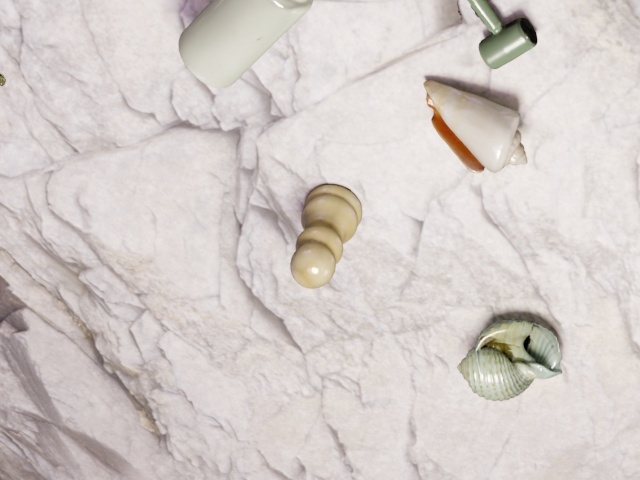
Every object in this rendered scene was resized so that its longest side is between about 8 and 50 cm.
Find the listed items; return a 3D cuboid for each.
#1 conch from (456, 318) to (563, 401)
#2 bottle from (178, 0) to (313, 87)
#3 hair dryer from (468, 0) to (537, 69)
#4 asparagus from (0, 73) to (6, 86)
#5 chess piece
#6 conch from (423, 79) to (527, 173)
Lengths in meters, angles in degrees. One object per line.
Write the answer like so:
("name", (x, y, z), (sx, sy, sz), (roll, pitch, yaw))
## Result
("conch", (0.291, 0.180, 2.245), (0.153, 0.102, 0.135), (-16, 116, -12))
("bottle", (-0.088, -0.315, 1.947), (0.104, 0.104, 0.245), (39, 129, -16))
("hair dryer", (0.221, -0.305, 1.912), (0.071, 0.047, 0.150), (-30, 105, 32))
("asparagus", (-0.521, -0.282, 2.163), (0.018, 0.015, 0.127), (-22, 119, 41))
("chess piece", (0.000, 0.000, 2.137), (0.094, 0.170, 0.094), (9, 130, 11))
("conch", (0.212, -0.154, 1.999), (0.176, 0.094, 0.104), (22, 171, 4))
